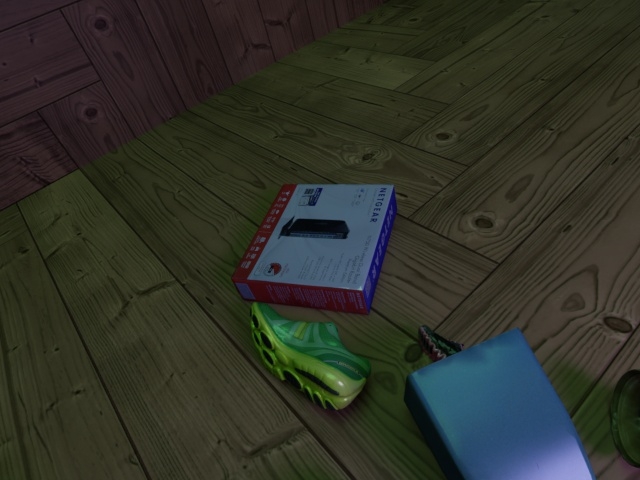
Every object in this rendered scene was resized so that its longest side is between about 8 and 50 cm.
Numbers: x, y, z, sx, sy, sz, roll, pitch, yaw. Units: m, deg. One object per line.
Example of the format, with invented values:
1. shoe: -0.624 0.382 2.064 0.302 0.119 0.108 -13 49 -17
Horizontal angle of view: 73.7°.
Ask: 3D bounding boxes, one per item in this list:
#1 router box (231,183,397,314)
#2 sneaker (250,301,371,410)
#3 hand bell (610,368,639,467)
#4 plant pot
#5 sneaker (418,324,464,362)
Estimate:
1. router box: 0.000 0.000 1.000 0.301 0.082 0.335 3 45 21
2. sneaker: -0.030 0.202 0.800 0.123 0.109 0.295 -20 34 -39
3. hand bell: 0.539 0.257 0.555 0.242 0.126 0.126 10 47 10
4. plant pot: 0.239 0.276 0.568 0.165 0.165 0.234 -21 58 -4
5. sneaker: 0.223 0.192 0.755 0.057 0.047 0.119 -26 50 -18
